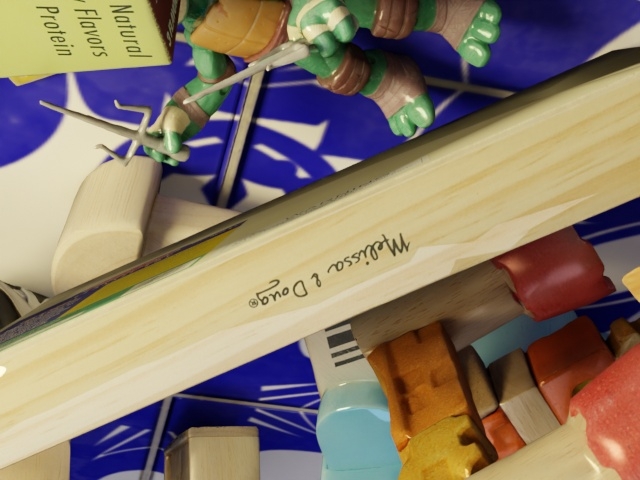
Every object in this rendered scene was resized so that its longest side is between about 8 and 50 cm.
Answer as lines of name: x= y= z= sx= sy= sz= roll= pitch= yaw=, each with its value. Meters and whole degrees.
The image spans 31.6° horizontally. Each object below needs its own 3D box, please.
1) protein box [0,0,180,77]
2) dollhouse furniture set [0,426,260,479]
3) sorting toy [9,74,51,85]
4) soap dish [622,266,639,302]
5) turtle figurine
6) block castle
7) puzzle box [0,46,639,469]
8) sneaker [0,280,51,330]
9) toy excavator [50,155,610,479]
protein box: x=-0.180 y=-0.186 z=0.505 sx=0.201 sy=0.136 sz=0.199 roll=-3 pitch=145 yaw=7
dollhouse furniture set: x=-0.264 y=0.316 z=1.065 sx=0.394 sy=0.256 sz=0.362 roll=2 pitch=162 yaw=-17
sorting toy: x=-0.294 y=-0.119 z=0.687 sx=0.275 sy=0.046 sz=0.132 roll=0 pitch=146 yaw=1
soap dish: x=0.297 y=-0.015 z=0.409 sx=0.229 sy=0.118 sz=0.291 roll=-2 pitch=161 yaw=-39
turtle figurine: x=-0.027 y=-0.113 z=0.626 sx=0.234 sy=0.118 sz=0.175 roll=1 pitch=168 yaw=-29
block castle: x=0.225 y=0.198 z=0.677 sx=0.213 sy=0.303 sz=0.453 roll=-31 pitch=112 yaw=9
puzzle box: x=0.000 y=0.000 z=0.611 sx=0.409 sy=0.272 sz=0.052 roll=-24 pitch=96 yaw=8
sneaker: x=-0.220 y=0.089 z=0.861 sx=0.146 sy=0.122 sz=0.330 roll=9 pitch=180 yaw=-22
toy excavator: x=0.058 y=0.101 z=0.899 sx=0.433 sy=0.222 sz=0.445 roll=-6 pitch=131 yaw=12
